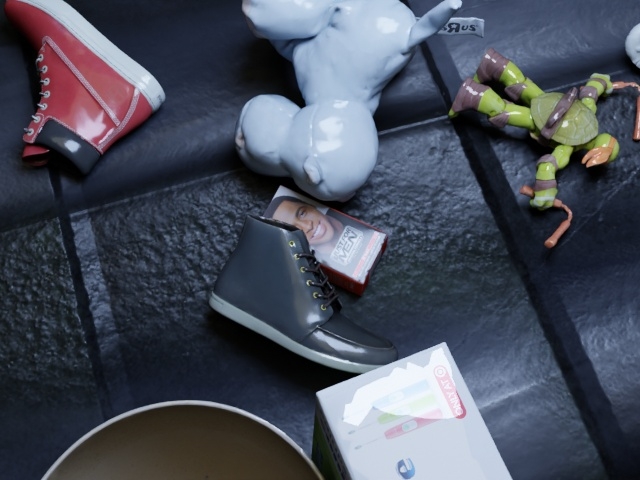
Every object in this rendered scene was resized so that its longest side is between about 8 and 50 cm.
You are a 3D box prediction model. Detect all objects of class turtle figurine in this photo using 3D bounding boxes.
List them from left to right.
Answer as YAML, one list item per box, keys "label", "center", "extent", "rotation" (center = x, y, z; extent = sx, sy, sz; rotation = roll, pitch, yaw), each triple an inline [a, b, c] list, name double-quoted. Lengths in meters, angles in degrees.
- label: "turtle figurine"
  center: [0.270, -0.137, 1.082]
  extent: [0.217, 0.087, 0.269]
  rotation: [30, 69, 12]

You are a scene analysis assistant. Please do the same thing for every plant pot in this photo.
- label: "plant pot"
  center: [-0.118, 0.310, 0.819]
  extent: [0.284, 0.191, 0.284]
  rotation: [0, 65, 0]

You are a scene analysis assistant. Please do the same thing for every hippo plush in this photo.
- label: "hippo plush"
  center: [0.027, -0.166, 1.060]
  extent: [0.294, 0.234, 0.237]
  rotation: [16, 97, 22]

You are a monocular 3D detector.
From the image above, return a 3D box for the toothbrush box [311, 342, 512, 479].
- label: "toothbrush box"
  center: [0.083, 0.243, 0.802]
  extent: [0.122, 0.283, 0.206]
  rotation: [-20, 67, -9]

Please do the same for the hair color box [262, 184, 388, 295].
- label: "hair color box"
  center: [0.000, 0.000, 1.041]
  extent: [0.141, 0.043, 0.072]
  rotation: [24, 69, 10]

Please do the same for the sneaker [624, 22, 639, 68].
- label: "sneaker"
  center: [0.498, -0.276, 1.160]
  extent: [0.235, 0.090, 0.095]
  rotation: [-9, 53, -9]

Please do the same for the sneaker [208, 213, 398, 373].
- label: "sneaker"
  center: [-0.006, 0.058, 0.969]
  extent: [0.222, 0.083, 0.118]
  rotation: [22, 99, 10]

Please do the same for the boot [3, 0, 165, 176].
- label: "boot"
  center: [-0.339, -0.192, 1.102]
  extent: [0.244, 0.088, 0.176]
  rotation: [39, 72, 11]
